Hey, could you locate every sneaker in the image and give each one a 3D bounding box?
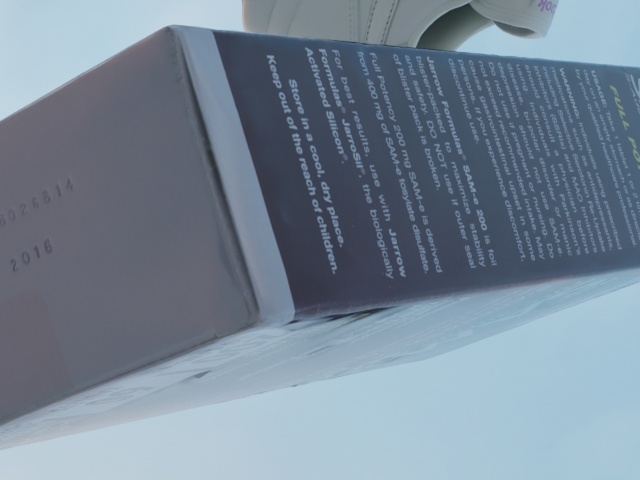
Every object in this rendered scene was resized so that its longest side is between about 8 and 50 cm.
[{"bbox_3d":[0.095,-0.194,0.839,0.152,0.114,0.305,40,-76,17],"label":"sneaker"}]

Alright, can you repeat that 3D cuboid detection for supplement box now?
[{"bbox_3d":[0.000,0.000,0.466,0.130,0.239,0.073,-23,-100,35],"label":"supplement box"}]
